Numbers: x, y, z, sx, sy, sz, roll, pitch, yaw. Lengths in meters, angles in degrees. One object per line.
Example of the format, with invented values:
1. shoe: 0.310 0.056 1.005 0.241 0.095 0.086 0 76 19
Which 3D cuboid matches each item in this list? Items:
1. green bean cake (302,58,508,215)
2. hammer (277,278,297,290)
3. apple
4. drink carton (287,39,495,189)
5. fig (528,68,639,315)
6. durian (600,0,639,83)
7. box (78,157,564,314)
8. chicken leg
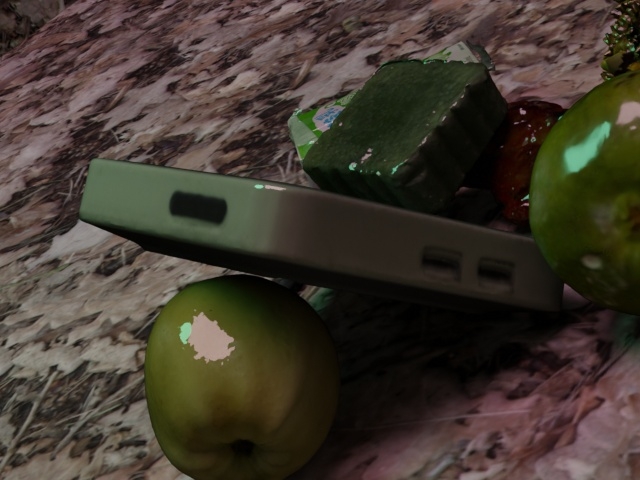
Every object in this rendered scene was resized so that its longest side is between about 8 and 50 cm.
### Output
1. green bean cake: 0.097 -0.115 1.496 0.183 0.094 0.185 8 56 50
2. hammer: -0.053 0.073 1.521 0.103 0.029 0.246 -5 29 38
3. apple: -0.071 0.129 1.232 0.200 0.200 0.200 -21 24 10
4. drink carton: 0.101 -0.144 1.713 0.271 0.108 0.161 -24 24 3
5. fig: 0.321 -0.076 1.213 0.233 0.233 0.314 -7 37 35
6. durian: 0.426 -0.229 1.416 0.258 0.258 0.293 19 80 58
7. box: 0.000 0.000 1.301 0.373 0.091 0.367 12 -1 -37
8. chicken leg: 0.201 -0.078 1.515 0.407 0.096 0.158 0 53 48
